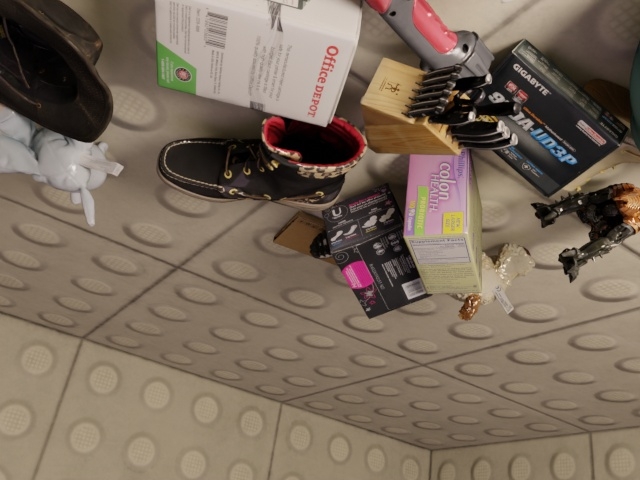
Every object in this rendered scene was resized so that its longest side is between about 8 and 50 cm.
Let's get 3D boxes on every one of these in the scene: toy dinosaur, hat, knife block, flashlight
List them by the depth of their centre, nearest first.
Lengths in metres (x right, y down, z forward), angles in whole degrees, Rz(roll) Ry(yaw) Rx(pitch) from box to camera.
[{"bbox_3d":[0.148,-0.331,0.905,0.304,0.103,0.103,30,171,-39],"label":"flashlight"},{"bbox_3d":[0.192,-0.187,1.007,0.242,0.088,0.275,25,171,12],"label":"knife block"},{"bbox_3d":[-0.462,-0.322,1.053,0.332,0.133,0.331,20,145,15],"label":"hat"},{"bbox_3d":[0.533,-0.052,1.183,0.219,0.164,0.322,-25,147,13],"label":"toy dinosaur"}]

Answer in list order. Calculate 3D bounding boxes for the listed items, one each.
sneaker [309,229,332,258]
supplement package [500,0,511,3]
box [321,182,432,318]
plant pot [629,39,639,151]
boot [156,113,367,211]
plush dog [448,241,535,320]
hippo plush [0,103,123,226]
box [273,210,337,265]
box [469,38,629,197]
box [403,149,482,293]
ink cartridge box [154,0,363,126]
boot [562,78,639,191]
[{"bbox_3d":[0.086,0.001,1.501,0.234,0.078,0.106,-25,142,27],"label":"sneaker"},{"bbox_3d":[0.275,-0.402,0.677,0.203,0.149,0.194,-7,147,29],"label":"supplement package"},{"bbox_3d":[0.126,0.025,1.362,0.164,0.142,0.247,-22,134,9],"label":"box"},{"bbox_3d":[0.551,-0.209,0.850,0.272,0.271,0.255,2,164,13],"label":"plant pot"},{"bbox_3d":[-0.112,-0.157,1.177,0.378,0.138,0.284,12,166,-12],"label":"boot"},{"bbox_3d":[0.343,0.082,1.511,0.263,0.210,0.225,17,176,-10],"label":"plush dog"},{"bbox_3d":[-0.505,-0.195,1.275,0.294,0.234,0.236,27,180,-2],"label":"hippo plush"},{"bbox_3d":[0.000,0.000,1.602,0.201,0.021,0.164,20,149,-19],"label":"box"},{"bbox_3d":[0.354,-0.193,1.031,0.220,0.051,0.175,42,148,1],"label":"box"},{"bbox_3d":[0.253,-0.039,1.261,0.118,0.213,0.243,-3,149,19],"label":"box"},{"bbox_3d":[-0.097,-0.312,0.973,0.290,0.121,0.211,13,151,-7],"label":"ink cartridge box"},{"bbox_3d":[0.519,-0.148,1.093,0.262,0.095,0.203,23,149,-3],"label":"boot"}]
